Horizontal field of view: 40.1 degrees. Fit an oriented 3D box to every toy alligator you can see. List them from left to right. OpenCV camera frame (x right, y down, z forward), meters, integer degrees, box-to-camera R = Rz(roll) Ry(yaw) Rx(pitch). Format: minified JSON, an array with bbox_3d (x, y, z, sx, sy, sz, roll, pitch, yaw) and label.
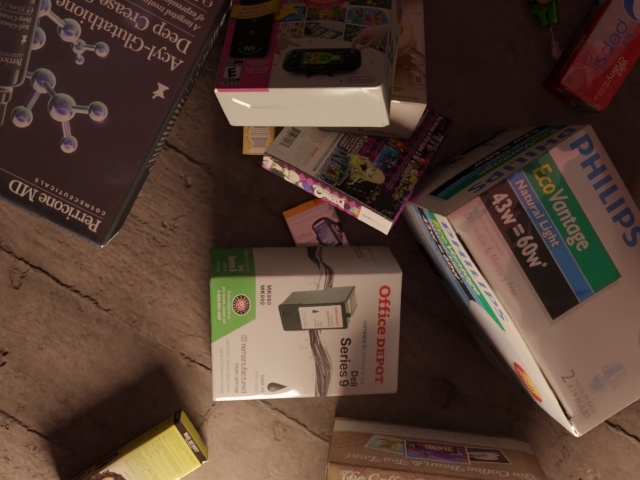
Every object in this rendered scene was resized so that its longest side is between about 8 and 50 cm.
[{"bbox_3d":[0.353,-0.380,1.390,0.051,0.056,0.190,4,100,35],"label":"toy alligator"}]

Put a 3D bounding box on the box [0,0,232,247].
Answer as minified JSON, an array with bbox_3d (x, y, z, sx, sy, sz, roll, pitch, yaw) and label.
[{"bbox_3d":[-0.342,-0.236,1.245,0.293,0.212,0.396,27,94,-9],"label":"box"}]

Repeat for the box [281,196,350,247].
[{"bbox_3d":[0.000,0.000,1.405,0.081,0.028,0.136,-23,101,-3],"label":"box"}]

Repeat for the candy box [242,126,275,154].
[{"bbox_3d":[-0.092,-0.224,1.326,0.053,0.109,0.187,0,97,-5],"label":"candy box"}]

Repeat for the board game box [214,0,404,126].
[{"bbox_3d":[-0.004,-0.306,1.186,0.224,0.097,0.303,2,64,14],"label":"board game box"}]

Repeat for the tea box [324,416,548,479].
[{"bbox_3d":[0.161,0.472,1.358,0.328,0.220,0.324,7,97,3],"label":"tea box"}]

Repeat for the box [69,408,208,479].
[{"bbox_3d":[-0.298,0.372,1.400,0.232,0.058,0.087,-33,99,-2],"label":"box"}]

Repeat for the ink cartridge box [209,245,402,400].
[{"bbox_3d":[-0.025,0.124,1.353,0.289,0.121,0.211,-2,109,-6],"label":"ink cartridge box"}]

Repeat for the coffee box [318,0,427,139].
[{"bbox_3d":[0.074,-0.283,1.287,0.141,0.098,0.247,5,64,-8],"label":"coffee box"}]

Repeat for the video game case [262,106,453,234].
[{"bbox_3d":[0.059,-0.145,1.298,0.210,0.042,0.232,28,55,7],"label":"video game case"}]

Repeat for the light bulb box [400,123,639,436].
[{"bbox_3d":[0.312,0.035,1.275,0.225,0.361,0.358,-33,99,-2],"label":"light bulb box"}]

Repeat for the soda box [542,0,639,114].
[{"bbox_3d":[0.468,-0.335,1.389,0.092,0.083,0.263,31,92,-9],"label":"soda box"}]
